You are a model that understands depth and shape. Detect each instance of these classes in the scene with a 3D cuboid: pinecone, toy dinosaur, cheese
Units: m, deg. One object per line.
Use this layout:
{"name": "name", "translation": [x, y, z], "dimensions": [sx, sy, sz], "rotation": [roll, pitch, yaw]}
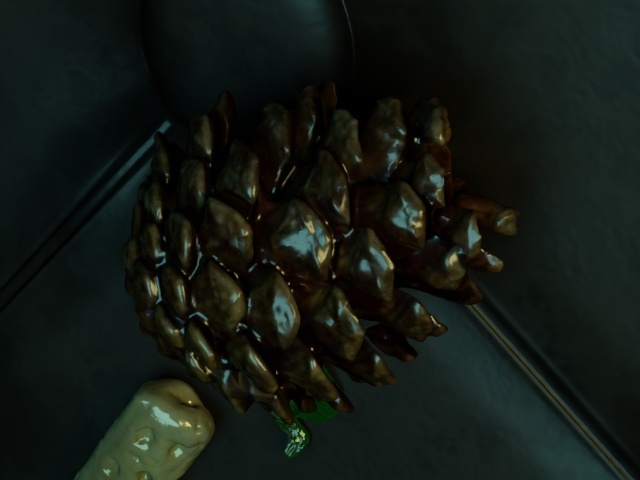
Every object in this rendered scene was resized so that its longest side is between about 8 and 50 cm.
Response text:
{"name": "pinecone", "translation": [-0.005, -0.003, 0.839], "dimensions": [0.205, 0.179, 0.184], "rotation": [-35, 106, 10]}
{"name": "toy dinosaur", "translation": [-0.009, 0.091, 0.983], "dimensions": [0.060, 0.029, 0.119], "rotation": [30, 121, -6]}
{"name": "cheese", "translation": [-0.138, 0.170, 1.077], "dimensions": [0.065, 0.043, 0.194], "rotation": [43, 126, 5]}
